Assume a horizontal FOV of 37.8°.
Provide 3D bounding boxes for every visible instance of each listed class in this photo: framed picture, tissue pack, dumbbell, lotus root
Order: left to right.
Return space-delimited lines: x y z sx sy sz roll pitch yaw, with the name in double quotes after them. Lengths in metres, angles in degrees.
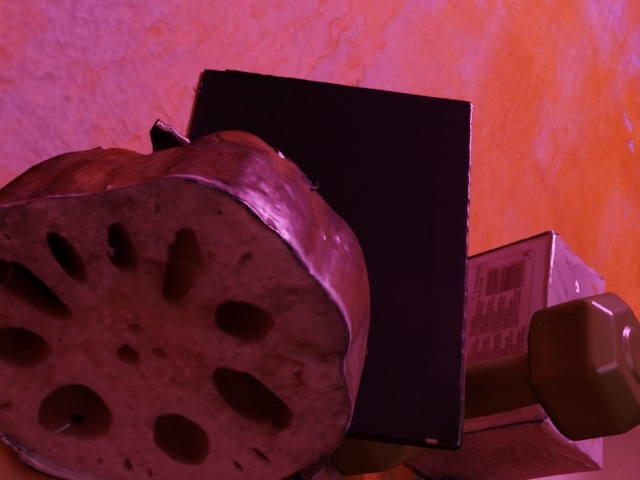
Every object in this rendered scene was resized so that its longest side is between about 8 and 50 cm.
-0.095 0.029 0.629 0.272 0.272 0.192 51 29 -25 "lotus root"
0.000 0.000 0.793 0.014 0.255 0.338 98 -2 -60 "framed picture"
0.131 0.129 0.802 0.108 0.302 0.121 33 49 -39 "dumbbell"
0.188 0.128 0.973 0.124 0.185 0.225 39 47 -31 "tissue pack"

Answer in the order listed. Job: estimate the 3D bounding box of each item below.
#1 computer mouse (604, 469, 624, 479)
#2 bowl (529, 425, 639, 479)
0.432 0.339 1.264 0.197 0.095 0.331 9 60 -35 "computer mouse"
0.365 0.314 1.100 0.238 0.238 0.126 -48 129 -49 "bowl"
